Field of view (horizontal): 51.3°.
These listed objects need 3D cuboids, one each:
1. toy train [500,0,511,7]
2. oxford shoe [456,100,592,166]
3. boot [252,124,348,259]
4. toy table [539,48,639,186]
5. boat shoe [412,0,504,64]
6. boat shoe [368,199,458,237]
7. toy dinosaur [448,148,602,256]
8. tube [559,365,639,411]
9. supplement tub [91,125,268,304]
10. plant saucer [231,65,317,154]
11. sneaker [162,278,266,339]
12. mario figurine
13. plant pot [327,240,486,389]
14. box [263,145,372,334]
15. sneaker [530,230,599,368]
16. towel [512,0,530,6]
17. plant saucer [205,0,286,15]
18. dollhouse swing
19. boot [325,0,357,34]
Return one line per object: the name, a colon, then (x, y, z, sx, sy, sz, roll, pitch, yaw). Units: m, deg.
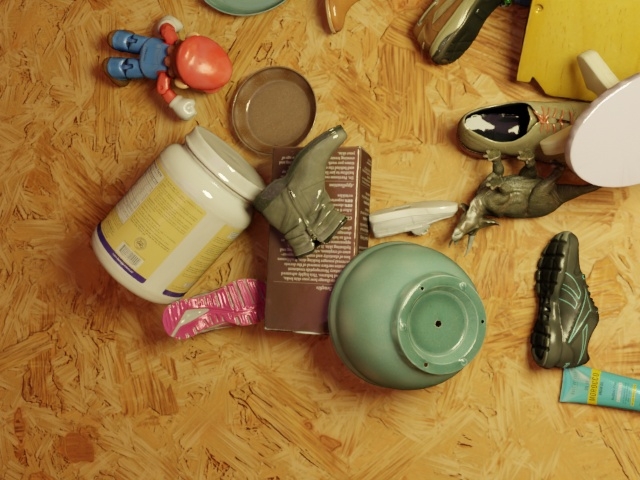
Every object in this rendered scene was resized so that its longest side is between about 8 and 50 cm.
toy train: (0.367, -0.515, 1.365, 0.024, 0.017, 0.083, -23, 82, 23)
oxford shoe: (0.436, -0.210, 1.274, 0.349, 0.130, 0.122, -3, 85, 13)
boot: (0.000, -0.090, 1.289, 0.161, 0.083, 0.246, 46, 105, 5)
toy table: (0.530, -0.205, 1.149, 0.275, 0.161, 0.252, -16, 110, 1)
boat shoe: (0.303, -0.509, 1.320, 0.120, 0.123, 0.324, 47, 107, 22)
boat shoe: (0.193, -0.040, 1.375, 0.184, 0.066, 0.063, -11, 106, 9)
toy dinosaur: (0.390, -0.093, 1.295, 0.314, 0.160, 0.121, -14, 51, 3)
tube: (0.569, 0.288, 1.268, 0.207, 0.052, 0.080, 8, 80, 22)
supplement tub: (-0.294, -0.054, 1.415, 0.331, 0.241, 0.241, -46, 77, 9)
plant saucer: (-0.098, -0.284, 1.475, 0.199, 0.036, 0.198, -1, 88, 16)
sneaker: (-0.216, 0.145, 1.461, 0.253, 0.111, 0.102, -11, 88, -8)
mario figurine: (-0.332, -0.395, 1.523, 0.321, 0.170, 0.198, 15, 128, 26)
plant pot: (0.183, 0.145, 1.234, 0.293, 0.196, 0.292, 0, 89, -18)
box: (0.000, 0.000, 1.387, 0.191, 0.143, 0.381, 3, 87, 15)
sneaker: (0.475, 0.116, 1.286, 0.106, 0.101, 0.267, 7, 89, -6)
towel: (0.452, -0.496, 1.334, 0.120, 0.029, 0.067, 17, 93, 15)
plant saucer: (-0.151, -0.657, 1.501, 0.318, 0.044, 0.317, 0, 89, 16)
dollhouse swing: (0.580, -0.477, 1.256, 0.347, 0.315, 0.304, 10, 51, 12)
boot: (0.092, -0.536, 1.416, 0.153, 0.073, 0.197, 6, 92, 12)
